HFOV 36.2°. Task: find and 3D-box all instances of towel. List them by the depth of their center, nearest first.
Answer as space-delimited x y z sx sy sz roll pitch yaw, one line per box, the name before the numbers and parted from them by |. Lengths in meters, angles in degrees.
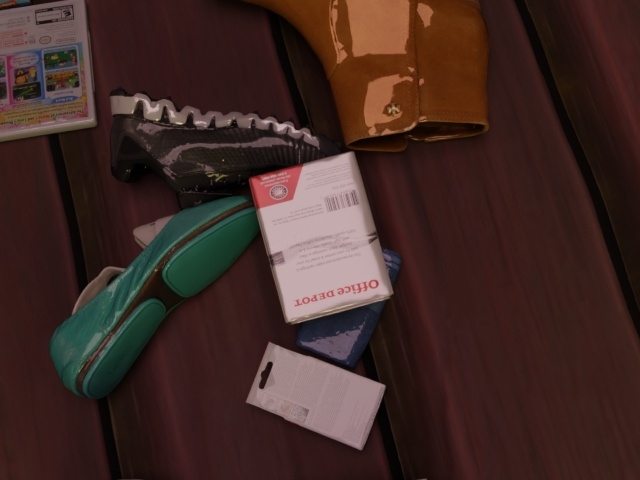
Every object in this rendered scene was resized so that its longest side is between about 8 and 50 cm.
towel | 0.027 0.057 0.918 0.067 0.029 0.119 23 76 9

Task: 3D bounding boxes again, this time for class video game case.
video game case | -0.314 -0.173 1.011 0.157 0.019 0.143 -9 74 0

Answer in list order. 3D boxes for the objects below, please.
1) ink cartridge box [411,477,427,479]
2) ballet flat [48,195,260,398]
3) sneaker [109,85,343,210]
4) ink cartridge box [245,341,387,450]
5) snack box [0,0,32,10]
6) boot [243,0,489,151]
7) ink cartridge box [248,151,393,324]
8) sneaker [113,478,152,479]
ink cartridge box | -0.012 0.287 0.831 0.231 0.078 0.134 -10 74 2
ballet flat | -0.162 0.033 0.914 0.087 0.083 0.247 37 77 27
sneaker | -0.096 -0.074 0.943 0.234 0.078 0.106 11 87 2
ink cartridge box | -0.003 0.141 0.894 0.115 0.029 0.062 20 83 10
snack box | -0.479 -0.313 1.039 0.322 0.060 0.187 -10 74 1
boot | 0.018 -0.191 0.951 0.295 0.104 0.211 1 74 0
ink cartridge box | 0.000 0.000 0.881 0.099 0.056 0.135 -14 84 -2
sneaker | -0.163 0.246 0.786 0.221 0.128 0.087 3 84 38
